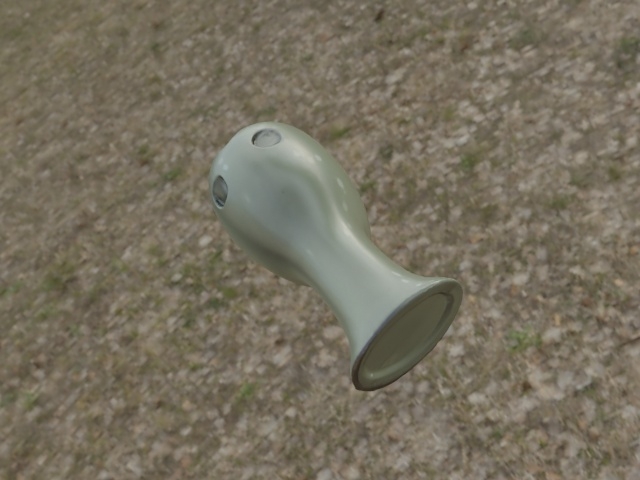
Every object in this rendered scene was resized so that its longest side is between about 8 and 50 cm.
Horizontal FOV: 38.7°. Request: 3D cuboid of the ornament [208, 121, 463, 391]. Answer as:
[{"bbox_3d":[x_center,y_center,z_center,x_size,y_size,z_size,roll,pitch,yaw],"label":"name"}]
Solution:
[{"bbox_3d":[0.000,0.000,0.485,0.075,0.081,0.156,-48,58,6],"label":"ornament"}]
